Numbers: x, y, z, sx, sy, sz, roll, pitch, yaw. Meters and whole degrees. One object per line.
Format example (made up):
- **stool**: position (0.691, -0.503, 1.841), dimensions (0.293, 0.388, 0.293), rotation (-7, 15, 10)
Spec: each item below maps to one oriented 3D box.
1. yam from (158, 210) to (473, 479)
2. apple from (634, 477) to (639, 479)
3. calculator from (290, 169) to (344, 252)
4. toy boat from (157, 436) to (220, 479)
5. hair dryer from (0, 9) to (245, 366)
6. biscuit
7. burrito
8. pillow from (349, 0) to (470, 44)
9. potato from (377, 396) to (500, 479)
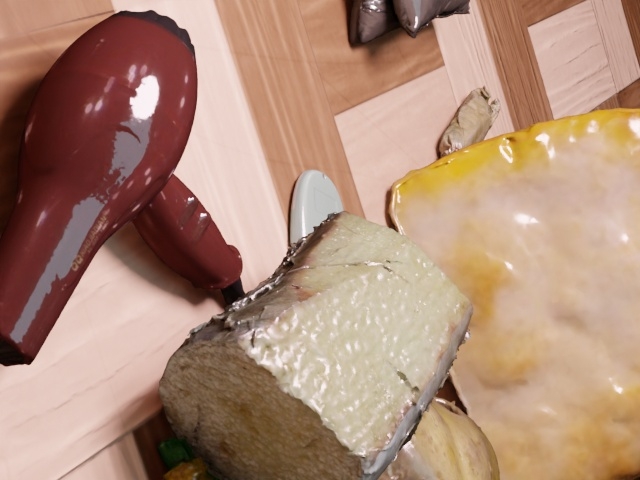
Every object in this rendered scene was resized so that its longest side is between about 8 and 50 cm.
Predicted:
- **yam**: position (0.001, 0.099, 1.285), dimensions (0.202, 0.201, 0.271), rotation (50, 48, -6)
- **apple**: position (0.459, 0.196, 1.972), dimensions (0.288, 0.288, 0.317), rotation (58, 48, -30)
- **calculator**: position (0.000, 0.000, 1.508), dimensions (0.095, 0.021, 0.153), rotation (30, 51, -52)
- **toy boat**: position (-0.081, 0.273, 1.217), dimensions (0.088, 0.089, 0.229), rotation (-138, -152, -75)
- **hair dryer**: position (-0.144, 0.014, 1.211), dimensions (0.340, 0.123, 0.312), rotation (56, 45, -51)
- **biscuit**: position (0.313, 0.059, 1.687), dimensions (0.104, 0.446, 0.429), rotation (28, 37, -87)
- **burrito**: position (0.187, -0.141, 1.861), dimensions (0.058, 0.045, 0.188), rotation (57, 36, -18)
- **pillow**: position (0.073, -0.400, 1.721), dimensions (0.228, 0.101, 0.326), rotation (-37, 112, -62)
- **potato**: position (0.094, 0.238, 1.461), dimensions (0.296, 0.141, 0.192), rotation (-1, 69, -63)
